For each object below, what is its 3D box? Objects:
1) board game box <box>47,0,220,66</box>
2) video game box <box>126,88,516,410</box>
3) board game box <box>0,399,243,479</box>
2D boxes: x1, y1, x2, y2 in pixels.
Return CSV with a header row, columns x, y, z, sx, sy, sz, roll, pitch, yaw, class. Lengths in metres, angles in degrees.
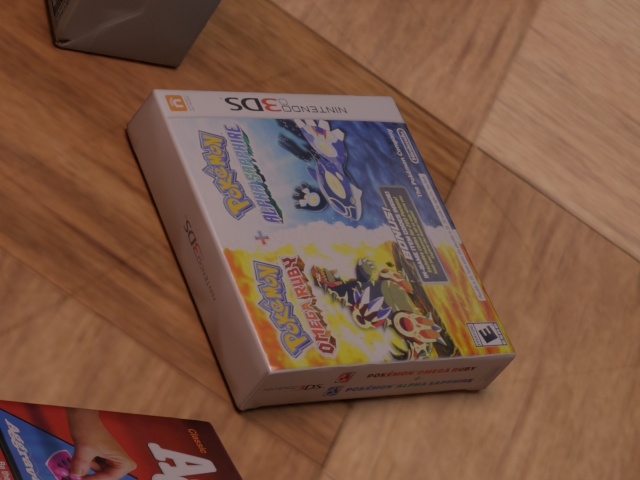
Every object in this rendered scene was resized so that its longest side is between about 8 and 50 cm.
x,y,z,sx,sy,sz,roll,pitch,yaw,class
-0.108,-0.298,1.244,0.098,0.224,0.303,7,51,-30,board game box
0.000,0.000,1.196,0.187,0.048,0.205,-3,57,-35,video game box
-0.070,0.170,0.929,0.145,0.027,0.281,10,26,-32,board game box
